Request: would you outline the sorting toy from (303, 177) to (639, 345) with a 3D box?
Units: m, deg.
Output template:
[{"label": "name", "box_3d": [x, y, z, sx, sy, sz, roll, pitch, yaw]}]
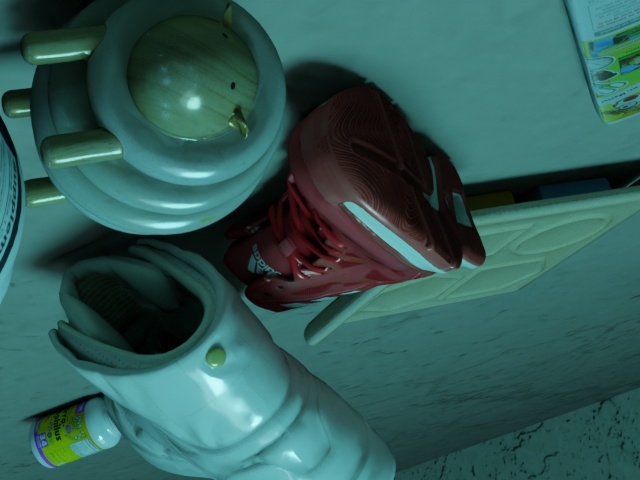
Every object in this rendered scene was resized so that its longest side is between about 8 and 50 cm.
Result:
[{"label": "sorting toy", "box_3d": [0.105, 0.006, 0.829, 0.208, 0.038, 0.193, -14, 165, -26]}]

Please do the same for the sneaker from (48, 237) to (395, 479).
[{"label": "sneaker", "box_3d": [-0.089, 0.060, 0.713, 0.108, 0.169, 0.292, -49, -154, -17]}]

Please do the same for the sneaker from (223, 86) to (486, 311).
[{"label": "sneaker", "box_3d": [0.000, 0.000, 0.604, 0.128, 0.087, 0.221, -22, 162, 15]}]

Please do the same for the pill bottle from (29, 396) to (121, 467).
[{"label": "pill bottle", "box_3d": [-0.192, 0.154, 1.004, 0.083, 0.043, 0.043, -22, 163, 17]}]

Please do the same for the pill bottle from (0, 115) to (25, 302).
[{"label": "pill bottle", "box_3d": [-0.143, -0.021, 0.344, 0.108, 0.108, 0.193, -14, 164, -7]}]

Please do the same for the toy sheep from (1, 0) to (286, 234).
[{"label": "toy sheep", "box_3d": [-0.057, -0.042, 0.411, 0.091, 0.091, 0.132, -10, 178, -21]}]

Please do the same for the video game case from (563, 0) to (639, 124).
[{"label": "video game case", "box_3d": [0.212, -0.125, 0.503, 0.227, 0.026, 0.206, -21, 163, 12]}]
